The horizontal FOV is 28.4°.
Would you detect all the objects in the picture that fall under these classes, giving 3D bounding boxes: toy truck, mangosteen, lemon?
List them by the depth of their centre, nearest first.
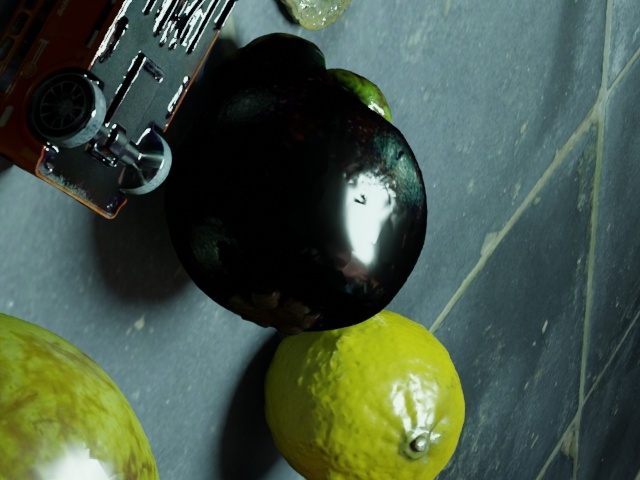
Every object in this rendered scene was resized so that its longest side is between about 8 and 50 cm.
[{"bbox_3d":[-0.125,-0.150,0.819,0.252,0.114,0.107,-63,153,-6],"label":"toy truck"},{"bbox_3d":[-0.017,-0.041,1.011,0.243,0.243,0.243,-42,144,-41],"label":"mangosteen"},{"bbox_3d":[0.043,0.161,1.262,0.192,0.231,0.192,-7,104,-29],"label":"lemon"}]

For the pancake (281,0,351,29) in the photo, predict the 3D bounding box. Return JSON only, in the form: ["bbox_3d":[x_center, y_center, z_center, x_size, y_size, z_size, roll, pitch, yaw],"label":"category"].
[{"bbox_3d":[0.009,-0.258,1.085,0.158,0.028,0.158,-44,148,-37],"label":"pancake"}]

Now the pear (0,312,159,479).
[{"bbox_3d":[-0.227,0.159,0.703,0.283,0.283,0.283,-42,144,-41],"label":"pear"}]

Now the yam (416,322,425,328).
[{"bbox_3d":[0.111,0.160,1.597,0.021,0.021,0.116,-13,120,-59],"label":"yam"}]
